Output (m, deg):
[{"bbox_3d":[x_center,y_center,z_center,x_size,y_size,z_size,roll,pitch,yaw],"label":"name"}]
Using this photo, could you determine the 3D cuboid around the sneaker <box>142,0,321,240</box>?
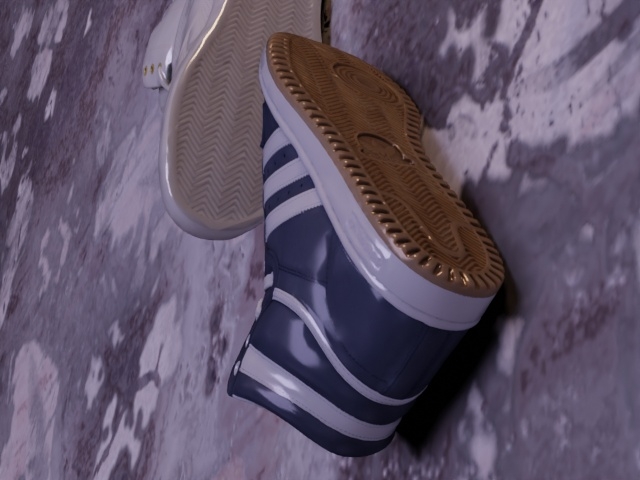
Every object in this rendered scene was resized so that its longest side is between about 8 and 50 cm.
[{"bbox_3d":[-0.071,-0.101,1.111,0.169,0.108,0.292,-45,28,54],"label":"sneaker"}]

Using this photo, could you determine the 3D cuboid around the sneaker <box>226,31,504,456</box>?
[{"bbox_3d":[0.000,0.000,0.878,0.153,0.099,0.282,-63,29,26],"label":"sneaker"}]
